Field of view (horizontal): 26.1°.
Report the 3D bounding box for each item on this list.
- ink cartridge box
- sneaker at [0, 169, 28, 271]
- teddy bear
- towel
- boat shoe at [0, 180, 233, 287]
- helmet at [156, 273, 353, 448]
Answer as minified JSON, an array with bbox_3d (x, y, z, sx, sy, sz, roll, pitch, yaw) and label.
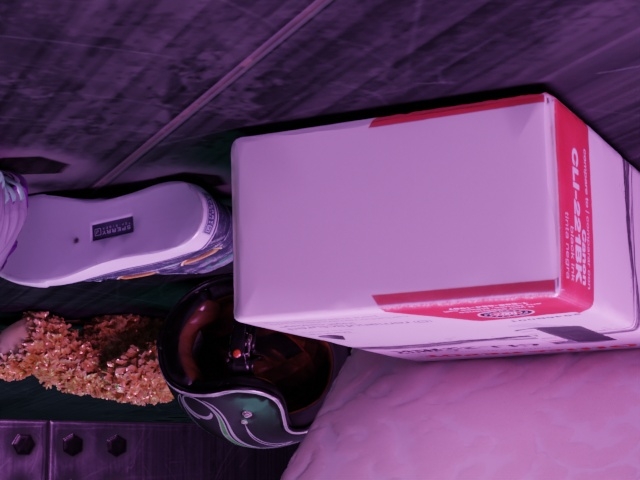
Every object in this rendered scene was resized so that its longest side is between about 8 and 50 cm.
[{"bbox_3d":[0.095,0.006,0.868,0.197,0.114,0.273,-6,169,26],"label":"ink cartridge box"},{"bbox_3d":[-0.219,-0.033,0.832,0.083,0.098,0.223,36,148,4],"label":"sneaker"},{"bbox_3d":[-0.217,0.143,1.541,0.338,0.113,0.245,8,168,-35],"label":"teddy bear"},{"bbox_3d":[0.156,0.097,0.997,0.317,0.053,0.332,-6,-153,25],"label":"towel"},{"bbox_3d":[-0.141,0.003,0.965,0.183,0.065,0.083,-7,166,23],"label":"boat shoe"},{"bbox_3d":[-0.056,0.118,1.302,0.169,0.169,0.161,-7,151,31],"label":"helmet"}]
